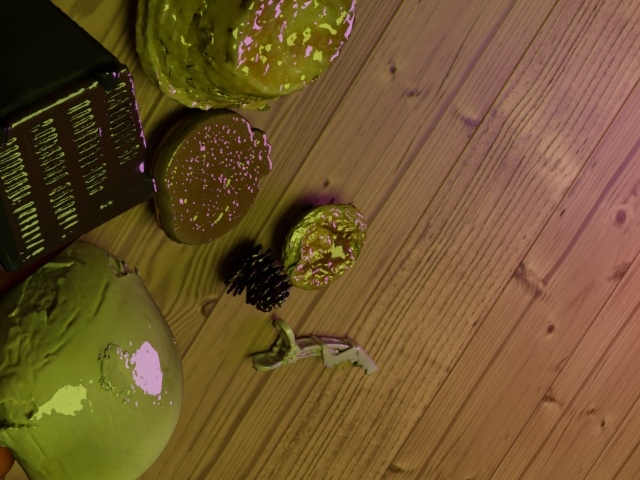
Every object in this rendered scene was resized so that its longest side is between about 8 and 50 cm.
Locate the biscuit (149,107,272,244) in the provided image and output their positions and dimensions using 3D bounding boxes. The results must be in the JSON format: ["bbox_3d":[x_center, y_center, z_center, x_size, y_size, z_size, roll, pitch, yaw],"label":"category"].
[{"bbox_3d":[-0.129,-0.081,1.898,0.170,0.050,0.170,-29,135,-34],"label":"biscuit"}]

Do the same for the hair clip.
[{"bbox_3d":[0.006,0.141,2.192,0.226,0.034,0.072,8,113,-46],"label":"hair clip"}]

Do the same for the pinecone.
[{"bbox_3d":[-0.073,0.047,2.018,0.077,0.083,0.077,-53,-178,3],"label":"pinecone"}]

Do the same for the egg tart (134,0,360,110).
[{"bbox_3d":[-0.059,-0.248,1.779,0.294,0.123,0.294,-22,131,-28],"label":"egg tart"}]

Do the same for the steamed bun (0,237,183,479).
[{"bbox_3d":[-0.244,0.135,1.781,0.166,0.273,0.232,-2,131,12],"label":"steamed bun"}]

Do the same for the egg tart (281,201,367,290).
[{"bbox_3d":[0.000,0.000,2.068,0.130,0.052,0.130,-22,132,-27],"label":"egg tart"}]

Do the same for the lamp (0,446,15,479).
[{"bbox_3d":[-0.413,0.220,1.773,0.188,0.164,0.187,-24,132,-31],"label":"lamp"}]

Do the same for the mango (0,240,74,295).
[{"bbox_3d":[-0.347,-0.007,1.703,0.267,0.111,0.133,-35,135,-14],"label":"mango"}]

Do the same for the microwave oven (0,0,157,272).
[{"bbox_3d":[-0.299,-0.120,1.565,0.188,0.247,0.178,-28,137,-23],"label":"microwave oven"}]
